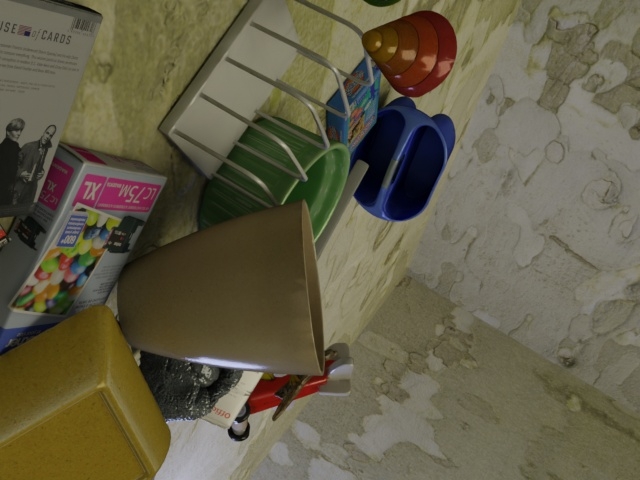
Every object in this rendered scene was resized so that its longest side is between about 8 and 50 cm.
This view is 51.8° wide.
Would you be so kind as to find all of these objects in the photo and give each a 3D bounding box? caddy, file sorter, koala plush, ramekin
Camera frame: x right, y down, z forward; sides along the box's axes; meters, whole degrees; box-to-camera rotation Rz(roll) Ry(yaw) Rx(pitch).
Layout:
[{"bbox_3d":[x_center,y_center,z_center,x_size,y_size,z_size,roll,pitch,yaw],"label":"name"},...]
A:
[{"bbox_3d":[0.208,-0.211,1.746,0.179,0.241,0.341,-51,164,-50],"label":"caddy"},{"bbox_3d":[-0.067,-0.204,0.999,0.277,0.173,0.193,-56,164,-7],"label":"file sorter"},{"bbox_3d":[-0.237,0.175,1.130,0.203,0.196,0.221,-56,161,-63],"label":"koala plush"},{"bbox_3d":[-0.087,-0.078,1.223,0.303,0.148,0.303,-52,163,-23],"label":"ramekin"}]

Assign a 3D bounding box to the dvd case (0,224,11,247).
[{"bbox_3d":[-0.366,0.000,0.662,0.087,0.013,0.119,-37,172,-22],"label":"dvd case"}]

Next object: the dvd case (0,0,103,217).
[{"bbox_3d":[-0.315,-0.124,0.633,0.238,0.029,0.179,-63,164,17],"label":"dvd case"}]

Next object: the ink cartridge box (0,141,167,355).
[{"bbox_3d":[-0.329,0.034,0.846,0.311,0.065,0.186,-59,165,9],"label":"ink cartridge box"}]

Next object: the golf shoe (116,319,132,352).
[{"bbox_3d":[-0.388,0.259,0.998,0.306,0.115,0.140,-53,167,-16],"label":"golf shoe"}]

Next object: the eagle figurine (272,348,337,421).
[{"bbox_3d":[-0.115,0.176,1.369,0.225,0.298,0.226,-48,177,27],"label":"eagle figurine"}]

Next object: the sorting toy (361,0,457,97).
[{"bbox_3d":[0.067,-0.376,0.905,0.127,0.365,0.126,-24,167,40],"label":"sorting toy"}]

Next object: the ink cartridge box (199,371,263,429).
[{"bbox_3d":[-0.222,0.287,1.467,0.218,0.158,0.092,-59,-151,-4],"label":"ink cartridge box"}]

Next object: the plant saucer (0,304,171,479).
[{"bbox_3d":[-0.361,0.288,0.849,0.333,0.081,0.333,-31,137,-23],"label":"plant saucer"}]

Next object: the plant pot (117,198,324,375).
[{"bbox_3d":[-0.143,0.080,0.969,0.256,0.274,0.256,-6,90,-86],"label":"plant pot"}]

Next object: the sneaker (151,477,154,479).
[{"bbox_3d":[-0.417,0.554,1.532,0.083,0.084,0.215,-46,160,-54],"label":"sneaker"}]

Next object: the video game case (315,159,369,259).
[{"bbox_3d":[0.000,0.000,1.588,0.329,0.036,0.300,-60,180,-23],"label":"video game case"}]

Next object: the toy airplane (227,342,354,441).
[{"bbox_3d":[-0.102,0.329,1.734,0.386,0.272,0.384,-41,144,20],"label":"toy airplane"}]

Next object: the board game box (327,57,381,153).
[{"bbox_3d":[0.077,-0.293,1.522,0.160,0.047,0.210,-53,164,-22],"label":"board game box"}]
